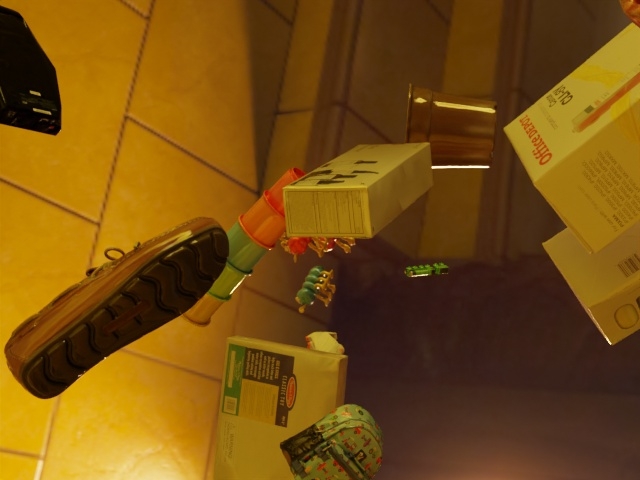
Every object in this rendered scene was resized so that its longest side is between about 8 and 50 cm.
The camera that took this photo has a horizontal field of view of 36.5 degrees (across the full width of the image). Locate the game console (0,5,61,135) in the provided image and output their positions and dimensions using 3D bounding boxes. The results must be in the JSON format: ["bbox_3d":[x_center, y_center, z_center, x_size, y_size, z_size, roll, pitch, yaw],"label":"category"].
[{"bbox_3d":[-0.514,-0.265,1.335,0.361,0.044,0.213,10,48,-54],"label":"game console"}]

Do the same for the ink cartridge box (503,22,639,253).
[{"bbox_3d":[0.485,-0.196,1.451,0.160,0.384,0.279,44,17,-16],"label":"ink cartridge box"}]

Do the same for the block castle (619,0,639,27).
[{"bbox_3d":[0.393,-0.359,0.827,0.213,0.303,0.453,39,39,-31],"label":"block castle"}]

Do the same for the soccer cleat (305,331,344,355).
[{"bbox_3d":[0.020,0.258,2.126,0.196,0.076,0.068,-112,-168,-59],"label":"soccer cleat"}]

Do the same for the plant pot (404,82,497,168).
[{"bbox_3d":[0.240,-0.202,1.811,0.167,0.165,0.167,6,90,-85],"label":"plant pot"}]

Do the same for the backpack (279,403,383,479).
[{"bbox_3d":[0.039,0.391,1.754,0.173,0.117,0.158,-34,113,-4],"label":"backpack"}]

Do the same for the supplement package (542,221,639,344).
[{"bbox_3d":[0.520,0.043,1.659,0.203,0.194,0.149,41,18,-54],"label":"supplement package"}]

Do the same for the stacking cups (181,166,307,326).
[{"bbox_3d":[-0.131,0.007,1.630,0.096,0.316,0.096,36,21,-16],"label":"stacking cups"}]

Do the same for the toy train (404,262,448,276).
[{"bbox_3d":[0.186,0.053,1.699,0.083,0.023,0.017,-6,111,-25],"label":"toy train"}]

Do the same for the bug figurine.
[{"bbox_3d":[0.000,0.000,1.824,0.216,0.072,0.279,-60,161,-27],"label":"bug figurine"}]

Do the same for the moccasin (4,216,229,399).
[{"bbox_3d":[-0.309,0.086,1.488,0.380,0.147,0.139,-40,133,-8],"label":"moccasin"}]

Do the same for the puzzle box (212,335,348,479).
[{"bbox_3d":[-0.090,0.421,2.054,0.052,0.272,0.409,-3,101,-65],"label":"puzzle box"}]

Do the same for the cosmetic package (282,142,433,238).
[{"bbox_3d":[0.050,-0.062,1.105,0.239,0.098,0.061,-38,127,-63],"label":"cosmetic package"}]
